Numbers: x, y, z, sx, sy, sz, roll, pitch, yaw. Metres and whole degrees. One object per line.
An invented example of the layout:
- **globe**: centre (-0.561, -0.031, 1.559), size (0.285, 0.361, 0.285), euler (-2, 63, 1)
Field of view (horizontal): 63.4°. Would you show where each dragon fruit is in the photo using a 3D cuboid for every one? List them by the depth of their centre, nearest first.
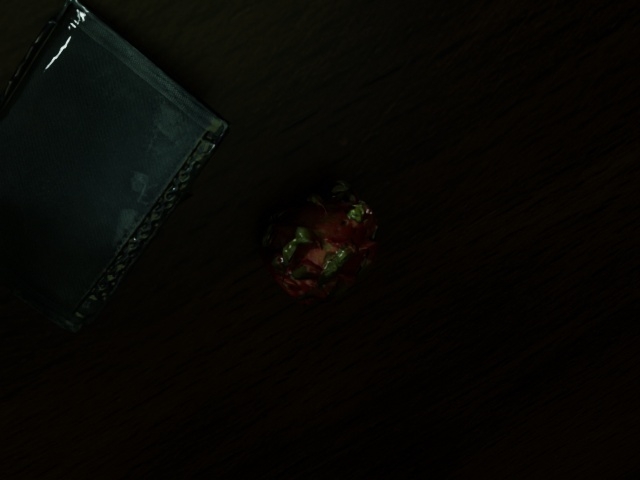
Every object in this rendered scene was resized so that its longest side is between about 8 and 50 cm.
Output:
- **dragon fruit**: centre (0.000, 0.000, 0.770), size (0.172, 0.160, 0.166), euler (-37, 91, 1)

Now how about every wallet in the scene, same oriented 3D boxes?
- **wallet**: centre (-0.293, -0.081, 0.631), size (0.237, 0.075, 0.342), euler (38, 103, -6)

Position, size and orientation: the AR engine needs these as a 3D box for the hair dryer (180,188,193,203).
- **hair dryer**: centre (-0.219, -0.082, 0.712), size (0.047, 0.026, 0.083), euler (-34, 120, 1)
